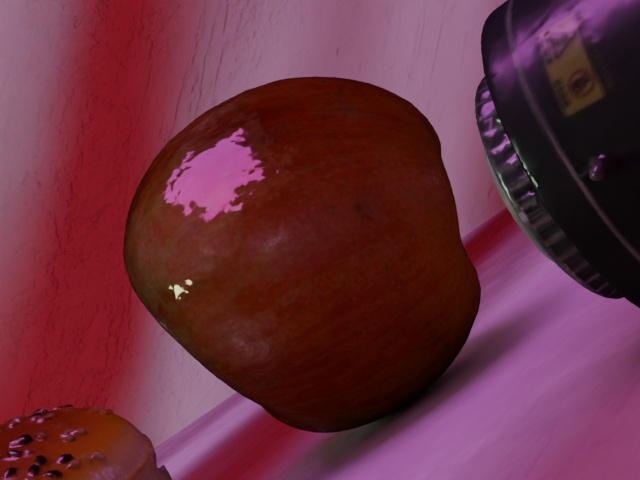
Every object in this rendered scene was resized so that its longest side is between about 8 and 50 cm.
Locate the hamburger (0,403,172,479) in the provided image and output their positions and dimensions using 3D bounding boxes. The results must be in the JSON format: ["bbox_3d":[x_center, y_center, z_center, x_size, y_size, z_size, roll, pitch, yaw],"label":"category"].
[{"bbox_3d":[-0.223,0.224,0.944,0.300,0.176,0.300,-32,1,1],"label":"hamburger"}]

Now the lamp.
[{"bbox_3d":[0.212,-0.087,0.746,0.272,0.205,0.374,-29,-16,11],"label":"lamp"}]

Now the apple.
[{"bbox_3d":[0.000,0.000,1.169,0.301,0.301,0.301,-34,0,0],"label":"apple"}]
